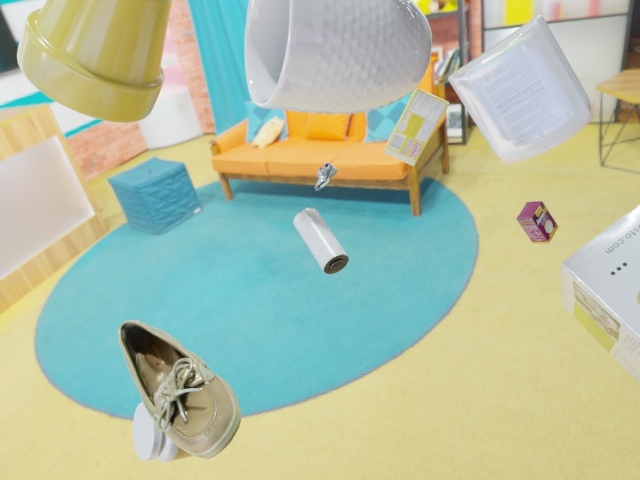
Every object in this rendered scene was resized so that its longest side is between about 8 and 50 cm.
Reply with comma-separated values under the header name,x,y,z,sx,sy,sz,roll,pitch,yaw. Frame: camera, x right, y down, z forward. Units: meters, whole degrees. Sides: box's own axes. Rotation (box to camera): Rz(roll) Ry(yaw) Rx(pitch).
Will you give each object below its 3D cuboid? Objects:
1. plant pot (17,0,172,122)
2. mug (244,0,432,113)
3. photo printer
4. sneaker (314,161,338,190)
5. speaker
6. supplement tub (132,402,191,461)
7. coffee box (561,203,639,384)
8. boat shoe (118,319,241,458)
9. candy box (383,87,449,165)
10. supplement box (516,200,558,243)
name,x,y,z,sx,sy,sz,roll,pitch,yaw
plant pot,-0.396,-0.393,0.893,0.254,0.239,0.254,28,31,-19
mug,0.042,-0.442,0.963,0.328,0.374,0.276,-2,1,-25
photo printer,0.518,-0.364,1.228,0.256,0.307,0.107,-30,13,32
sneaker,0.007,-0.231,1.716,0.052,0.058,0.135,-27,23,47
speaker,0.000,0.000,0.920,0.055,0.055,0.136,-22,53,-17
supplement tub,-0.312,0.425,1.107,0.200,0.144,0.144,6,14,-41
coffee box,0.748,0.114,0.974,0.337,0.338,0.334,-39,57,7
boat shoe,-0.215,0.201,0.680,0.285,0.089,0.104,19,62,47
candy box,0.272,-0.324,1.377,0.105,0.206,0.027,20,30,-12
supplement box,0.480,-0.039,1.058,0.055,0.083,0.043,-51,23,-19
